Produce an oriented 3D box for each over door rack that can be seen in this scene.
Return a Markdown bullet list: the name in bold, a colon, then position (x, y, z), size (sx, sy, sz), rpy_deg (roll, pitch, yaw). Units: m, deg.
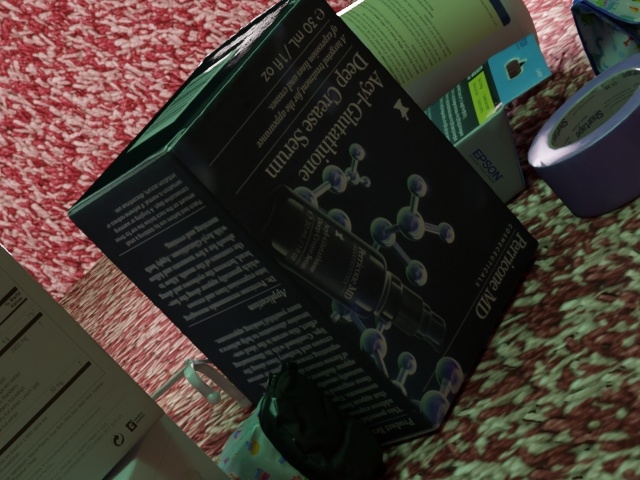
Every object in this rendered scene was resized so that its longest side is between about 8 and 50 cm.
- **over door rack**: position (-0.204, 0.248, 1.882), size (0.239, 0.108, 0.324), rpy_deg (-40, 1, 7)

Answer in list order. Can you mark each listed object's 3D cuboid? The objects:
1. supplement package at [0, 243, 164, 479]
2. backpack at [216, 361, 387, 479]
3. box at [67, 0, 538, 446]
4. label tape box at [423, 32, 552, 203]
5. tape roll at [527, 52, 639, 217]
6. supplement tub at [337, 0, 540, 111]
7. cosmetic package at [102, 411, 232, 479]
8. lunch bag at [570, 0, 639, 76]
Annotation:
- **supplement package**: position (-0.319, 0.110, 1.246), size (0.175, 0.293, 0.177), rpy_deg (-46, 13, -16)
- **backpack**: position (-0.042, 0.231, 1.379), size (0.182, 0.152, 0.115), rpy_deg (-49, -6, 38)
- **box**: position (-0.009, -0.010, 1.464), size (0.212, 0.395, 0.293), rpy_deg (-26, 23, 48)
- **label tape box**: position (0.180, -0.107, 1.819), size (0.348, 0.115, 0.249), rpy_deg (-37, 16, 14)
- **tape roll**: position (0.326, -0.118, 1.514), size (0.189, 0.080, 0.189), rpy_deg (-39, 15, 12)
- **supplement tub**: position (0.133, -0.263, 2.033), size (0.325, 0.235, 0.235), rpy_deg (-32, 12, -9)
- **cosmetic package**: position (-0.143, 0.312, 1.246), size (0.138, 0.224, 0.224), rpy_deg (-38, 16, 22)
- **lunch bag**: position (0.369, -0.261, 1.665), size (0.096, 0.151, 0.129), rpy_deg (-31, 18, 41)
